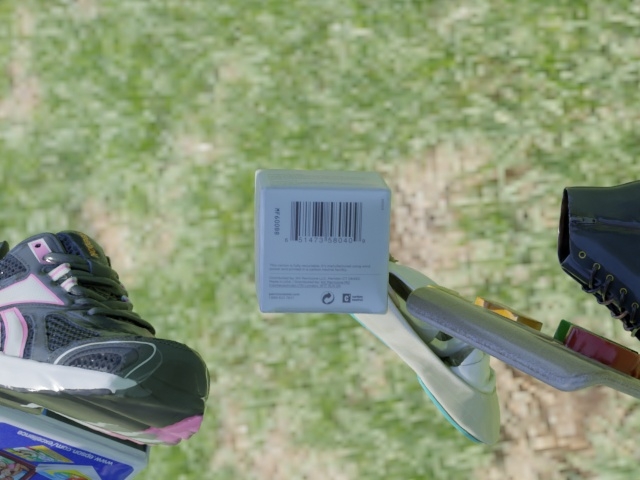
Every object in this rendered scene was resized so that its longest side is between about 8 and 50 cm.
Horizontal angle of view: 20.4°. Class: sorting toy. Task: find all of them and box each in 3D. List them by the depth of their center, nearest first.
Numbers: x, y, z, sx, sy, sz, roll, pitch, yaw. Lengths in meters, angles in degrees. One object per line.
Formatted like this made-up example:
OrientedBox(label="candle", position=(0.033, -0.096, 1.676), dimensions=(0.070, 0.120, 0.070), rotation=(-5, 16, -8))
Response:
OrientedBox(label="sorting toy", position=(0.183, 0.075, 1.390), dimensions=(0.307, 0.229, 0.041), rotation=(26, 97, 53))

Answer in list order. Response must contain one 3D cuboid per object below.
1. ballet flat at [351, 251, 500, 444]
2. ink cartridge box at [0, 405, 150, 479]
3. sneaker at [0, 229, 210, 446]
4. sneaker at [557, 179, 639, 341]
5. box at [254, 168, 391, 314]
OrientedBox(label="ballet flat", position=(0.109, 0.095, 1.682), dimensions=(0.086, 0.248, 0.086), rotation=(-39, 20, 17))
OrientedBox(label="ink cartridge box", position=(-0.362, 0.208, 1.687), dimensions=(0.307, 0.303, 0.072), rotation=(-42, 35, 43))
OrientedBox(label="sneaker", position=(-0.106, 0.032, 0.728), dimensions=(0.178, 0.072, 0.077), rotation=(7, 74, 48))
OrientedBox(label="sneaker", position=(0.263, 0.057, 1.494), dimensions=(0.083, 0.118, 0.222), rotation=(107, 160, -72))
OrientedBox(label="box", position=(0.000, 0.000, 1.379), dimensions=(0.087, 0.101, 0.102), rotation=(-112, 24, -76))
